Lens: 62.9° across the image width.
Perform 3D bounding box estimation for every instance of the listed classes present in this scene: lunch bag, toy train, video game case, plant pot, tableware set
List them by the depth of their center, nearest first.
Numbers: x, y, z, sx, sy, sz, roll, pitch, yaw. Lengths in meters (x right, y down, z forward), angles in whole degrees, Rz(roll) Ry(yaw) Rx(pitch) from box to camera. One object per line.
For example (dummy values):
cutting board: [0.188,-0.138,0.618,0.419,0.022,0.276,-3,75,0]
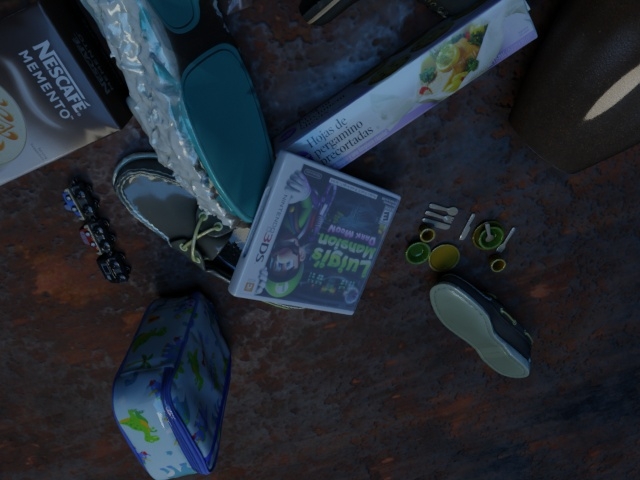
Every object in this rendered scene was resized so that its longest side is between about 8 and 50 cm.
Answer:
plant pot: [0.330,-0.194,0.583,0.215,0.215,0.230,24,127,-19]
video game case: [0.000,0.000,0.636,0.190,0.022,0.173,15,100,-39]
toy train: [-0.295,-0.009,0.686,0.036,0.027,0.158,-8,121,9]
lunch bag: [-0.183,0.188,0.698,0.090,0.219,0.176,-10,119,5]
tableware set: [0.206,0.010,0.764,0.154,0.024,0.104,15,116,-16]

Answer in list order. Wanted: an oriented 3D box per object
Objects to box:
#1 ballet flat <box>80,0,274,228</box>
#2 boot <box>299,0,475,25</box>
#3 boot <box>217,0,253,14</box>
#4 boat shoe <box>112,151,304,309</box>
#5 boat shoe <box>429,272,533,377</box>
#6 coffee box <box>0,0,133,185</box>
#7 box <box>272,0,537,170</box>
ballet flat: [-0.165,-0.203,0.550,0.147,0.147,0.409,-17,118,2]
boot: [0.089,-0.271,0.572,0.198,0.077,0.137,-32,133,22]
boot: [-0.070,-0.296,0.550,0.106,0.037,0.114,8,115,2]
boat shoe: [-0.123,-0.007,0.671,0.305,0.091,0.109,31,110,-22]
boat shoe: [0.252,0.122,0.809,0.228,0.069,0.081,46,144,-22]
coffee box: [-0.349,-0.144,0.561,0.246,0.098,0.141,-23,119,5]
box: [0.092,-0.178,0.621,0.324,0.067,0.063,-32,118,11]
